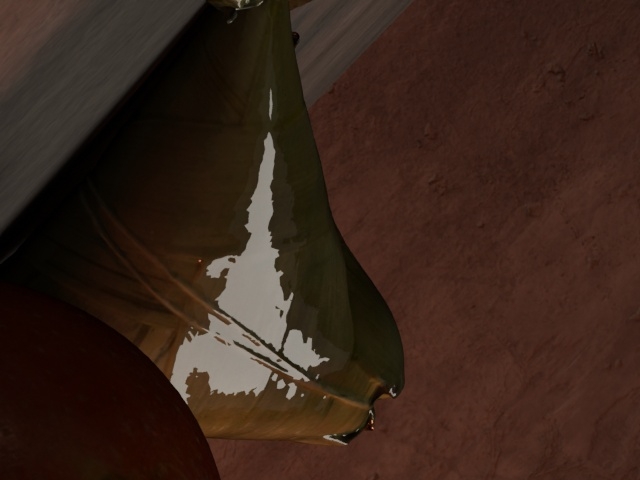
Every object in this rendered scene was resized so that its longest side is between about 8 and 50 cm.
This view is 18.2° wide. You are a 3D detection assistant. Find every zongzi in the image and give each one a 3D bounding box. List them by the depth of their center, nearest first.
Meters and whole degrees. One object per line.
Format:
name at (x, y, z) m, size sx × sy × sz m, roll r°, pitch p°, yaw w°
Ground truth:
zongzi at (0.000, 0.000, 1.474) m, size 0.447 × 0.181 × 0.418 m, roll 10°, pitch 123°, yaw -46°

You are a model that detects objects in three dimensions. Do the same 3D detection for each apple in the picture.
apple at (-0.215, 0.194, 1.118) m, size 0.348 × 0.277 × 0.348 m, roll -45°, pitch 177°, yaw -3°

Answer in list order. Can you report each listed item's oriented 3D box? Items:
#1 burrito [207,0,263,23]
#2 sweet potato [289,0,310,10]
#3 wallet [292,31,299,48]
burrito at (-0.003, -0.196, 1.151) m, size 0.185 × 0.041 × 0.045 m, roll -44°, pitch 162°, yaw -27°
sweet potato at (0.002, -0.191, 1.323) m, size 0.068 × 0.060 × 0.206 m, roll 2°, pitch 160°, yaw -35°
wallet at (-0.071, -0.142, 1.955) m, size 0.095 × 0.026 × 0.176 m, roll -52°, pitch -177°, yaw -19°
